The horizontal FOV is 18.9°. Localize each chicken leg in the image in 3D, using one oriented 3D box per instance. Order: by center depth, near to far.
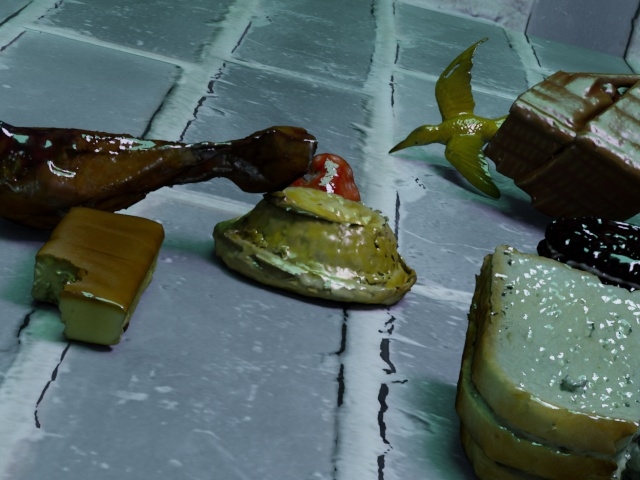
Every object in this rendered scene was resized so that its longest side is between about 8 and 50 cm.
[{"bbox_3d":[-0.151,-0.064,1.670,0.304,0.093,0.113,-5,-20,-9],"label":"chicken leg"}]

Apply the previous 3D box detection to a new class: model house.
[{"bbox_3d":[0.316,-0.112,2.151,0.199,0.219,0.229,46,7,5],"label":"model house"}]

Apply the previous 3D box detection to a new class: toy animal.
[{"bbox_3d":[0.166,-0.118,2.329,0.095,0.155,0.219,33,40,-48],"label":"toy animal"}]

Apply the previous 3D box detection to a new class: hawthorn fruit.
[{"bbox_3d":[-0.004,-0.041,1.869,0.093,0.093,0.093,13,15,-4],"label":"hawthorn fruit"}]

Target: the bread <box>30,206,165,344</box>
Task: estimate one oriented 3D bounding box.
[{"bbox_3d":[-0.179,0.026,1.521,0.088,0.049,0.226,14,16,0],"label":"bread"}]

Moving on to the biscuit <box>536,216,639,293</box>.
[{"bbox_3d":[0.318,0.022,1.987,0.194,0.053,0.194,13,15,-4],"label":"biscuit"}]

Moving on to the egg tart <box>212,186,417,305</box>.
[{"bbox_3d":[0.000,0.000,1.743,0.191,0.074,0.191,15,13,-4],"label":"egg tart"}]

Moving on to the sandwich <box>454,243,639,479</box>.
[{"bbox_3d":[0.235,0.121,1.423,0.273,0.095,0.249,14,27,-1],"label":"sandwich"}]
